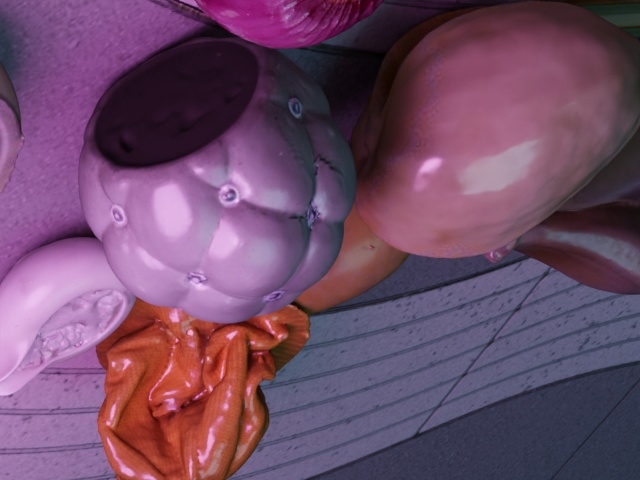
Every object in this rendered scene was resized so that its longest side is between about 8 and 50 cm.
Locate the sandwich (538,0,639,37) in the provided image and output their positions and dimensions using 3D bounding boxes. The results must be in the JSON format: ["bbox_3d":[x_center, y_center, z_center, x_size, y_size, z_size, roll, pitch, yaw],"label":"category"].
[{"bbox_3d":[0.312,-0.230,1.932,0.163,0.113,0.079,-34,153,-3],"label":"sandwich"}]

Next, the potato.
[{"bbox_3d":[0.000,0.000,1.933,0.234,0.146,0.150,-34,122,-2],"label":"potato"}]

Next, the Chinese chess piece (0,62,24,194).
[{"bbox_3d":[-0.340,-0.076,1.467,0.237,0.092,0.238,-28,152,-17],"label":"Chinese chess piece"}]

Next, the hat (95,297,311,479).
[{"bbox_3d":[-0.126,0.201,1.900,0.244,0.233,0.233,-6,149,14],"label":"hat"}]

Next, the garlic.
[{"bbox_3d":[0.318,-0.065,2.048,0.340,0.246,0.231,26,116,-23],"label":"garlic"}]

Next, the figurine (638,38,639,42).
[{"bbox_3d":[0.413,-0.247,2.085,0.129,0.054,0.072,-45,147,14],"label":"figurine"}]

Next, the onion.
[{"bbox_3d":[-0.026,-0.253,1.463,0.200,0.201,0.207,-8,163,-42],"label":"onion"}]

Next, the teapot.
[{"bbox_3d":[-0.235,0.050,1.782,0.226,0.092,0.145,-35,155,-3],"label":"teapot"}]

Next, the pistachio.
[{"bbox_3d":[0.163,-0.112,1.815,0.309,0.230,0.230,-26,151,-14],"label":"pistachio"}]

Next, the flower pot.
[{"bbox_3d":[-0.088,-0.048,1.633,0.246,0.246,0.195,-32,129,-8],"label":"flower pot"}]
